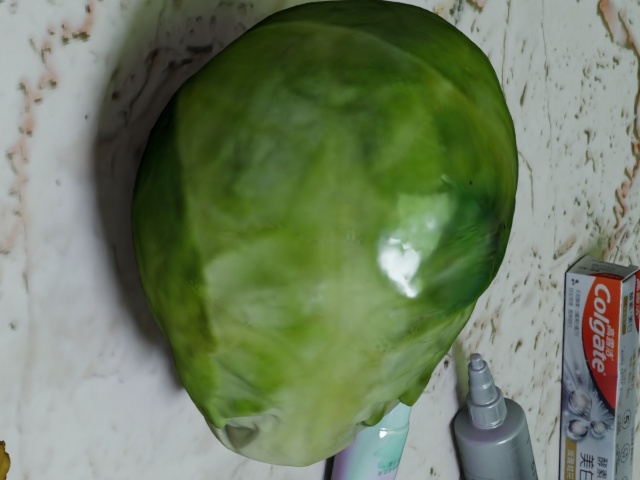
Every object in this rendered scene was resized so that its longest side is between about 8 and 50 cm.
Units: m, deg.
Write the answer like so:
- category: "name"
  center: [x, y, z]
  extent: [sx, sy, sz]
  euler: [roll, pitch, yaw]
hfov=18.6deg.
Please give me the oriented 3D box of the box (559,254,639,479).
- category: "box"
  center: [0.237, 0.124, 1.661]
  extent: [0.039, 0.055, 0.218]
  euler: [-29, 125, -52]

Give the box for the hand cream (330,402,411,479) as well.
- category: "hand cream"
  center: [0.028, 0.174, 1.369]
  extent: [0.076, 0.047, 0.174]
  euler: [-16, 122, -56]

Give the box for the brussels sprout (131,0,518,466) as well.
- category: "brussels sprout"
  center: [0.000, 0.000, 1.113]
  extent: [0.219, 0.210, 0.271]
  euler: [-61, 163, -64]

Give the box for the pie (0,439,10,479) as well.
- category: "pie"
  center: [-0.248, 0.210, 0.875]
  extent: [0.308, 0.085, 0.308]
  euler: [-46, 144, -48]

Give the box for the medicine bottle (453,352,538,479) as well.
- category: "medicine bottle"
  center: [0.136, 0.164, 1.515]
  extent: [0.057, 0.057, 0.199]
  euler: [-48, 137, -38]
